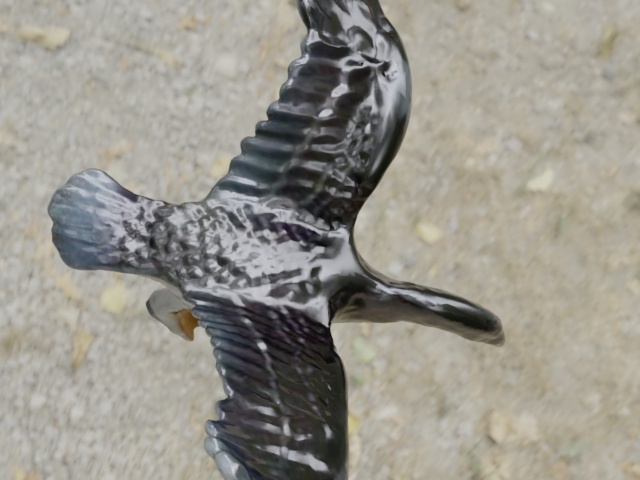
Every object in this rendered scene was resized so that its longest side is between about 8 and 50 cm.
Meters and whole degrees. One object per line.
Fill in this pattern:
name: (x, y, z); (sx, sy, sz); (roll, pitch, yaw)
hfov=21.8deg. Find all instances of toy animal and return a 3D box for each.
toy animal: (-0.008, 0.003, 0.729); (0.197, 0.160, 0.272); (31, 63, -45)
